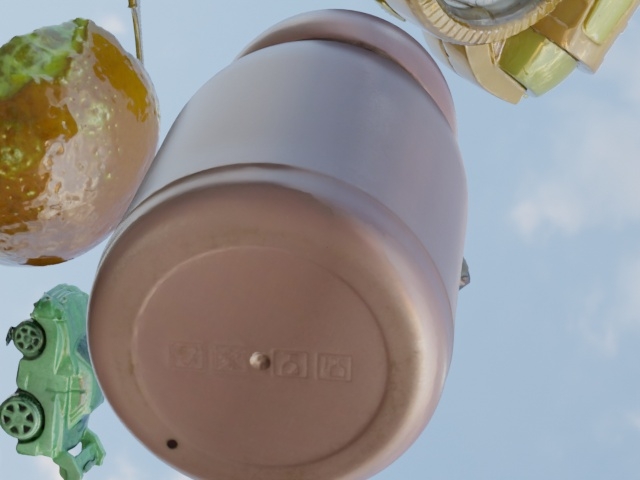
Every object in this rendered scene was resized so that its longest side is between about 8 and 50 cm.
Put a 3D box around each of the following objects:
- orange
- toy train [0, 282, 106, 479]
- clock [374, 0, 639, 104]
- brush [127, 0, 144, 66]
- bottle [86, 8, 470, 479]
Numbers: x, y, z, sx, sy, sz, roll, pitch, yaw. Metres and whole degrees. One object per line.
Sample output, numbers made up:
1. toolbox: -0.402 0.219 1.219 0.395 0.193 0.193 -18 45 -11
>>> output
1. orange: -0.205 -0.066 1.354 0.158 0.179 0.237 53 -25 -12
2. toy train: -0.209 0.114 1.495 0.081 0.099 0.149 16 -74 11
3. clock: 0.128 -0.259 1.419 0.200 0.317 0.244 33 -86 36
4. brush: -0.169 -0.178 1.711 0.082 0.010 0.218 -96 -176 -71
5. bottle: 0.000 0.000 0.974 0.173 0.206 0.297 -29 -159 20
